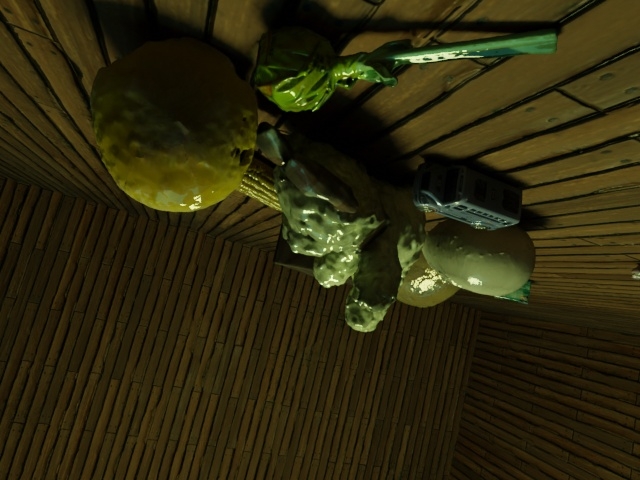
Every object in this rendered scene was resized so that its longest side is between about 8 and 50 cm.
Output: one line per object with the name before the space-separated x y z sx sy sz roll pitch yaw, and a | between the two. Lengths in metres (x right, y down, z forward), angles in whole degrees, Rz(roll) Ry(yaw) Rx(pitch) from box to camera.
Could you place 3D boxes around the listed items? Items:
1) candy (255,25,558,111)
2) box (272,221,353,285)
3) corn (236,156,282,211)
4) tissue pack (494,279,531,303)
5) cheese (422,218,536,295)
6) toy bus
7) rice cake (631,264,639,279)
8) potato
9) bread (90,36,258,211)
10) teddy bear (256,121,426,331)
candy | 0.061 -0.158 0.378 0.262 0.077 0.073 3 153 21
box | 0.017 0.015 1.209 0.252 0.188 0.153 5 168 39
corn | -0.115 -0.117 0.900 0.080 0.080 0.238 10 173 30
tissue pack | 0.678 0.173 1.512 0.111 0.085 0.079 10 172 25
cheese | 0.323 0.027 0.844 0.198 0.154 0.189 13 -167 -16
toy bus | 0.224 -0.070 0.651 0.167 0.073 0.076 14 170 -24
rice cake | 0.789 0.093 0.911 0.198 0.037 0.189 19 170 -32
potato | 0.288 0.092 1.243 0.211 0.189 0.264 18 171 -21
bread | -0.173 -0.134 0.535 0.197 0.197 0.170 16 -176 -15
teddy bear | 0.000 0.000 0.727 0.362 0.375 0.327 -5 -132 -42
